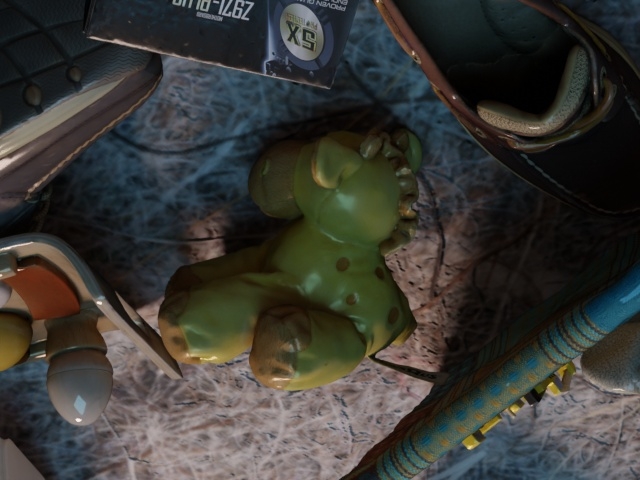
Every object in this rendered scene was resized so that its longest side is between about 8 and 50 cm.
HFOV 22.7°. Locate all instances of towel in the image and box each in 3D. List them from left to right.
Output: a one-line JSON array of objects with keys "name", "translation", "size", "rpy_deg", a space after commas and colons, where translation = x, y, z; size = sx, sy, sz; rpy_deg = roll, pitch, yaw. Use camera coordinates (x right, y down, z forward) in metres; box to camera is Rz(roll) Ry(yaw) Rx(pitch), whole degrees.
[{"name": "towel", "translation": [0.177, 0.049, 1.118], "size": [0.370, 0.271, 0.040], "rpy_deg": [-40, 85, 24]}]

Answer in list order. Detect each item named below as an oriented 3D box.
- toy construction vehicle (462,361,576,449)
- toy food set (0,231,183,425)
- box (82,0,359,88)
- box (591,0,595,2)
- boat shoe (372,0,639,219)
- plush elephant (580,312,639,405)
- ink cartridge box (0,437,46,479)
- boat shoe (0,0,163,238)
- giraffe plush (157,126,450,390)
[{"name": "toy construction vehicle", "translation": [0.155, 0.129, 1.259], "size": [0.086, 0.098, 0.035], "rpy_deg": [-42, 80, 29]}, {"name": "toy food set", "translation": [-0.269, 0.097, 1.127], "size": [0.306, 0.092, 0.220], "rpy_deg": [-15, 160, 4]}, {"name": "box", "translation": [-0.061, -0.179, 0.951], "size": [0.147, 0.180, 0.077], "rpy_deg": [10, 124, -14]}, {"name": "box", "translation": [0.207, -0.269, 0.999], "size": [0.184, 0.045, 0.191], "rpy_deg": [-26, 126, 16]}, {"name": "boat shoe", "translation": [0.135, -0.106, 1.061], "size": [0.123, 0.123, 0.342], "rpy_deg": [-32, 126, 17]}, {"name": "plush elephant", "translation": [0.347, 0.162, 1.211], "size": [0.255, 0.272, 0.330], "rpy_deg": [1, 99, -23]}, {"name": "ink cartridge box", "translation": [-0.345, 0.269, 1.266], "size": [0.273, 0.115, 0.198], "rpy_deg": [-14, 148, 4]}, {"name": "boat shoe", "translation": [-0.247, -0.056, 1.074], "size": [0.355, 0.132, 0.130], "rpy_deg": [-23, 146, 21]}, {"name": "giraffe plush", "translation": [0.000, 0.000, 1.121], "size": [0.210, 0.181, 0.170], "rpy_deg": [8, 105, 1]}]
